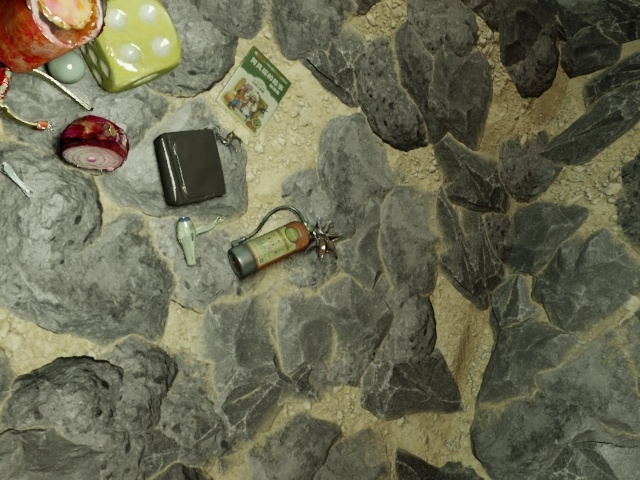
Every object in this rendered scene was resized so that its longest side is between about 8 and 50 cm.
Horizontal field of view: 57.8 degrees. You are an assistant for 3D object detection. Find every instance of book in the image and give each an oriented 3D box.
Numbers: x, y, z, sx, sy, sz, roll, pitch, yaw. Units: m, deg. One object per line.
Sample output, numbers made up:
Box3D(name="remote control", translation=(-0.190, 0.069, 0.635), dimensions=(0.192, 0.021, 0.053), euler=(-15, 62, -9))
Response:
Box3D(name="book", translation=(-0.242, -0.547, 2.130), dimensions=(0.202, 0.027, 0.264), euler=(41, 68, -29))

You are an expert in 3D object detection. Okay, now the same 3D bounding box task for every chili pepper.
Box3D(name="chili pepper", translation=(-0.754, -0.589, 1.576), dimensions=(0.229, 0.305, 0.251), euler=(7, 72, -49))

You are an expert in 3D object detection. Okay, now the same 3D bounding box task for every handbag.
Box3D(name="handbag", translation=(-0.441, -0.250, 1.966), dimensions=(0.223, 0.080, 0.247), euler=(-17, 98, -42))

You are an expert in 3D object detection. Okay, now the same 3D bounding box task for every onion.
Box3D(name="onion", translation=(-0.656, -0.306, 1.719), dimensions=(0.195, 0.218, 0.140), euler=(17, 61, -30))

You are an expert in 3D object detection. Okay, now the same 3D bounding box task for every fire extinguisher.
Box3D(name="fire extinguisher", translation=(-0.165, -0.016, 2.130), dimensions=(0.376, 0.113, 0.200), euler=(-24, 92, -27))

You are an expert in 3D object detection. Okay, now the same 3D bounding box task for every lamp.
Box3D(name="lamp", translation=(-0.751, -0.515, 1.716), dimensions=(0.105, 0.105, 0.105), euler=(-1, 91, -36))

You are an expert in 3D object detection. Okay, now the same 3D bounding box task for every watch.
Box3D(name="watch", translation=(-0.814, -0.398, 1.684), dimensions=(0.268, 0.102, 0.165), euler=(33, 69, -37))

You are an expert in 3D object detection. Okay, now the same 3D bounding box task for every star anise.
Box3D(name="star anise", translation=(0.000, 0.000, 2.287), dimensions=(0.204, 0.061, 0.181), euler=(-25, 84, -32))

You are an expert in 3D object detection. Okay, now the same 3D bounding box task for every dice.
Box3D(name="dice", translation=(-0.582, -0.599, 1.763), dimensions=(0.238, 0.227, 0.233), euler=(-33, 108, -29))

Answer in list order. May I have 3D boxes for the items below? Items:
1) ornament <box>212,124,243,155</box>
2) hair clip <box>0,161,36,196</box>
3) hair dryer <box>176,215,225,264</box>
Box3D(name="ornament", translation=(-0.334, -0.370, 2.067), dimensions=(0.125, 0.028, 0.073), euler=(43, 68, -30))
Box3D(name="hair clip", translation=(-0.874, -0.175, 1.672), dimensions=(0.030, 0.039, 0.115), euler=(-49, 119, -19))
Box3D(name="hair dryer", translation=(-0.414, -0.002, 2.015), dimensions=(0.199, 0.067, 0.167), euler=(-5, 103, -50))
